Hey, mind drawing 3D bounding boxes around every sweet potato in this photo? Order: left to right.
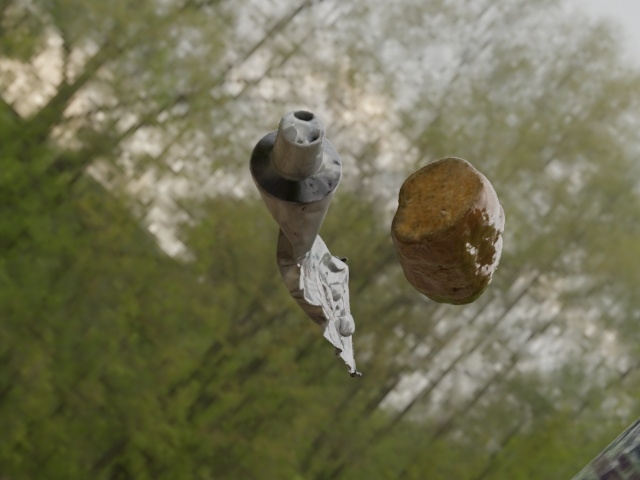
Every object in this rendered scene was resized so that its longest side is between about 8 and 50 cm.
[{"bbox_3d":[0.106,0.001,1.351,0.097,0.097,0.251,40,-9,14],"label":"sweet potato"}]

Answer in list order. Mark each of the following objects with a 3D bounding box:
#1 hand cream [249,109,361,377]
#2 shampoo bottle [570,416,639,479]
[{"bbox_3d":[-0.004,0.001,0.967,0.257,0.050,0.084,76,4,-64],"label":"hand cream"},{"bbox_3d":[0.157,0.078,0.575,0.078,0.359,0.134,44,5,-14],"label":"shampoo bottle"}]
